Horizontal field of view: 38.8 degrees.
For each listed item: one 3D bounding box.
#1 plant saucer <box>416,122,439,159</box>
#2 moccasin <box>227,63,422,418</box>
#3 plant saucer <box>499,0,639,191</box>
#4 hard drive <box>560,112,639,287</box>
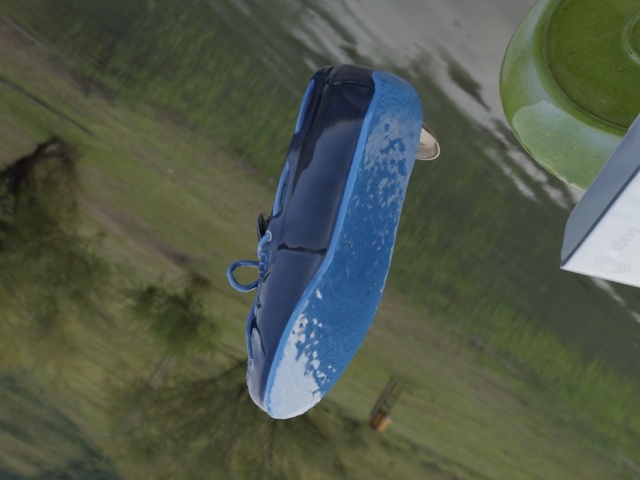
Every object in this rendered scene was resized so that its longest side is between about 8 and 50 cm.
[{"bbox_3d":[0.104,-0.125,1.061,0.083,0.015,0.083,26,162,9],"label":"plant saucer"},{"bbox_3d":[0.000,0.000,0.875,0.116,0.342,0.137,28,-168,38],"label":"moccasin"},{"bbox_3d":[0.243,-0.130,0.622,0.240,0.241,0.037,28,159,30],"label":"plant saucer"},{"bbox_3d":[0.292,0.004,0.433,0.307,0.040,0.203,13,160,5],"label":"hard drive"}]
